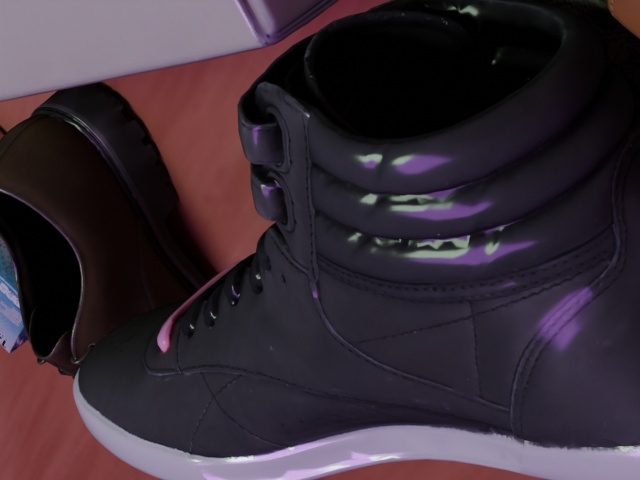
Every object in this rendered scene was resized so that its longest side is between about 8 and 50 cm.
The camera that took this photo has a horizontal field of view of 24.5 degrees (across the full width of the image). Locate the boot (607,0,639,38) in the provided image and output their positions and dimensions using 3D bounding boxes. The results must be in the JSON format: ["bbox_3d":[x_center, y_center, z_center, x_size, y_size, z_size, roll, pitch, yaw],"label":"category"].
[{"bbox_3d":[0.126,-0.024,0.324,0.220,0.109,0.283,30,150,30],"label":"boot"}]

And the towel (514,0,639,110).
[{"bbox_3d":[0.160,0.002,0.456,0.324,0.056,0.312,34,145,13],"label":"towel"}]

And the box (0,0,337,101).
[{"bbox_3d":[-0.094,-0.115,0.540,0.275,0.113,0.094,-5,119,46],"label":"box"}]

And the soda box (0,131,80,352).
[{"bbox_3d":[-0.196,-0.032,0.760,0.183,0.063,0.058,44,144,4],"label":"soda box"}]

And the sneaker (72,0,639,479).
[{"bbox_3d":[0.000,0.000,0.487,0.295,0.104,0.147,-7,120,43],"label":"sneaker"}]

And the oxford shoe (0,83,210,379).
[{"bbox_3d":[-0.095,0.046,0.706,0.083,0.096,0.227,-9,119,47],"label":"oxford shoe"}]
